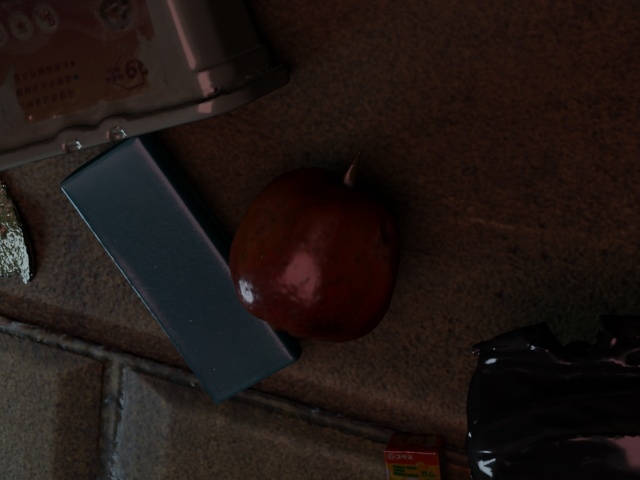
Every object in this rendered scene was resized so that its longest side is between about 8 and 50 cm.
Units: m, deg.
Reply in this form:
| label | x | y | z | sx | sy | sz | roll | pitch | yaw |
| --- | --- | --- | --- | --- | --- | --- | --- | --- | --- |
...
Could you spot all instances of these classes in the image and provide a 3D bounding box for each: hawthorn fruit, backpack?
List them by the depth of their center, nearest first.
| label | x | y | z | sx | sy | sz | roll | pitch | yaw |
| --- | --- | --- | --- | --- | --- | --- | --- | --- | --- |
| backpack | 0.314 | 0.263 | 1.408 | 0.363 | 0.255 | 0.445 | -7 | 126 | 22 |
| hawthorn fruit | 0.000 | 0.000 | 1.435 | 0.179 | 0.179 | 0.200 | 19 | 102 | 9 |

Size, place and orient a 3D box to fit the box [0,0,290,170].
| label | x | y | z | sx | sy | sz | roll | pitch | yaw |
| --- | --- | --- | --- | --- | --- | --- | --- | --- | --- |
| box | -0.211 | -0.193 | 1.418 | 0.312 | 0.175 | 0.182 | -13 | 100 | 23 |

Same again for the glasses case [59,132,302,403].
| label | x | y | z | sx | sy | sz | roll | pitch | yaw |
| --- | --- | --- | --- | --- | --- | --- | --- | --- | --- |
| glasses case | -0.145 | 0.025 | 1.551 | 0.117 | 0.070 | 0.301 | -29 | 101 | 21 |

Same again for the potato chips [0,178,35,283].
| label | x | y | z | sx | sy | sz | roll | pitch | yaw |
| --- | --- | --- | --- | --- | --- | --- | --- | --- | --- |
| potato chips | -0.407 | -0.029 | 1.634 | 0.209 | 0.026 | 0.142 | 37 | 117 | -3 |

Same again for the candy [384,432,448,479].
| label | x | y | z | sx | sy | sz | roll | pitch | yaw |
| --- | --- | --- | --- | --- | --- | --- | --- | --- | --- |
| candy | 0.111 | 0.278 | 1.599 | 0.062 | 0.038 | 0.122 | 0 | 114 | 18 |
